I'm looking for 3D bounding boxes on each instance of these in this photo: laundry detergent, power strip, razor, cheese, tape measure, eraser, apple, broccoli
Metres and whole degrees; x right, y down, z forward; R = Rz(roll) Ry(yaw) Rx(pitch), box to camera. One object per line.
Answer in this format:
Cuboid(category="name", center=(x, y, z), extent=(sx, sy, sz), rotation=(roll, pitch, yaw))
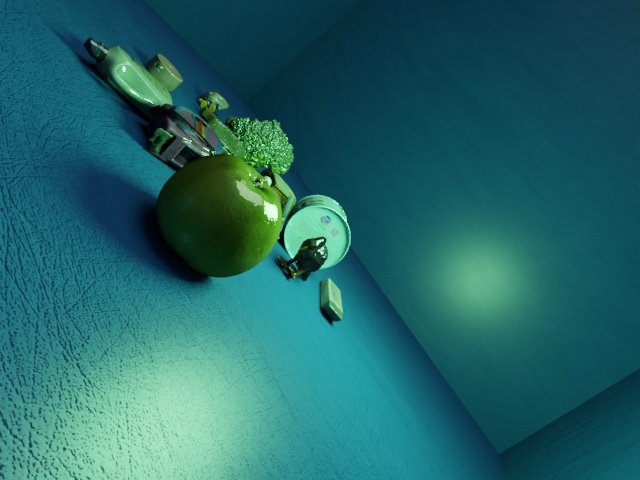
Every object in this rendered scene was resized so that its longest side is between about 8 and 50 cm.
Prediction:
Cuboid(category="laundry detergent", center=(-0.016, -0.053, 1.857), extent=(0.287, 0.287, 0.305), rotation=(50, 10, -14))
Cuboid(category="power strip", center=(-0.704, -0.757, 1.828), extent=(0.154, 0.078, 0.154), rotation=(52, 12, -15))
Cuboid(category="razor", center=(-0.154, -0.125, 1.783), extent=(0.278, 0.056, 0.111), rotation=(-67, 152, -54))
Cuboid(category="cheese", center=(-0.243, -0.177, 1.847), extent=(0.175, 0.091, 0.202), rotation=(49, 11, -22))
Cuboid(category="tape measure", center=(-0.443, -0.322, 1.302), extent=(0.245, 0.149, 0.231), rotation=(34, 22, -40))
Cuboid(category="eraser", center=(0.046, 0.247, 1.731), extent=(0.089, 0.061, 0.352), rotation=(51, 10, -11))
Cuboid(category="apple", center=(-0.235, -0.061, 0.970), extent=(0.292, 0.254, 0.292), rotation=(45, 12, -13))
Cuboid(category="broccoli", center=(-0.325, -0.471, 2.008), extent=(0.338, 0.317, 0.277), rotation=(-13, 106, -63))
Cuboid(category="laundry detergent", center=(-0.616, -0.521, 1.296), extent=(0.215, 0.105, 0.280), rotation=(60, 11, 31))

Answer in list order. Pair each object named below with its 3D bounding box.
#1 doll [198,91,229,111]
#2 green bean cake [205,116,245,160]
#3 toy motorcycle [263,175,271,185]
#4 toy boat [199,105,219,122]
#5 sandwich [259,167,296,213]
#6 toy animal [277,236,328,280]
Cuboid(category="doll", center=(-0.620, -0.794, 2.318), extent=(0.316, 0.145, 0.103), rotation=(-95, -176, -62))
Cuboid(category="green bean cake", center=(-0.428, -0.406, 1.736), extent=(0.222, 0.125, 0.227), rotation=(47, 16, -26))
Cuboid(category="toy motorcycle", center=(-0.259, -0.187, 1.569), extent=(0.110, 0.171, 0.260), rotation=(51, 12, -17))
Cuboid(category="toy boat", center=(-0.542, -0.600, 2.091), extent=(0.200, 0.057, 0.077), rotation=(51, 3, -7))
Cuboid(category="sandwich", center=(-0.219, -0.252, 2.213), extent=(0.249, 0.095, 0.273), rotation=(46, 12, -32))
Cuboid(category="toy animal", center=(-0.055, 0.070, 1.553), extent=(0.122, 0.185, 0.298), rotation=(51, -10, 20))
